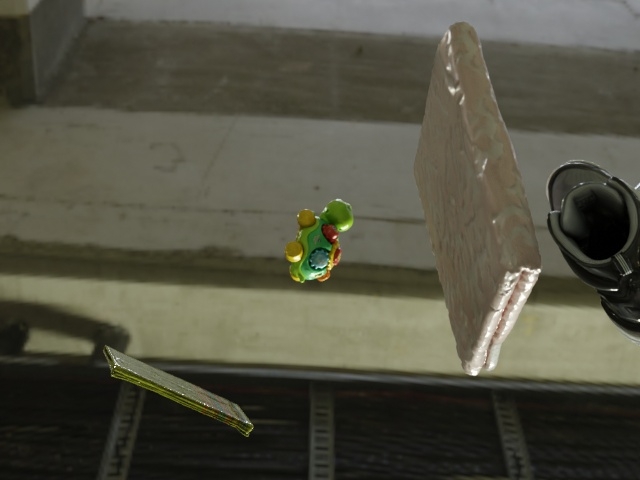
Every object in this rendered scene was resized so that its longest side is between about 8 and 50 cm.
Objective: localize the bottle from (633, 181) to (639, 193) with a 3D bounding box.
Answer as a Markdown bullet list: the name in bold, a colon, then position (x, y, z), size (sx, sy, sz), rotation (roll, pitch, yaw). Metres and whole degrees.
- **bottle**: position (0.469, -0.052, 1.452), size (0.092, 0.118, 0.283), rotation (41, -130, 16)

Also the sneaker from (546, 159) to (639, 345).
- **sneaker**: position (0.285, -0.026, 1.097), size (0.101, 0.153, 0.269), rotation (-33, -140, 13)

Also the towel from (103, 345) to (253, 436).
- **towel**: position (-0.214, 0.225, 1.605), size (0.237, 0.021, 0.102), rotation (29, 180, -23)

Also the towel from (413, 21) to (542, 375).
- **towel**: position (0.184, -0.040, 1.306), size (0.053, 0.317, 0.332), rotation (-8, -119, -6)

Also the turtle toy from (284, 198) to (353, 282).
- **turtle toy**: position (0.000, 0.000, 1.453), size (0.066, 0.095, 0.130), rotation (17, -111, 12)
